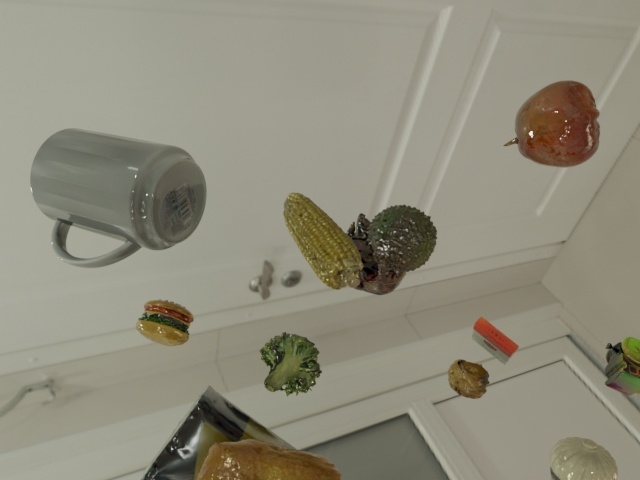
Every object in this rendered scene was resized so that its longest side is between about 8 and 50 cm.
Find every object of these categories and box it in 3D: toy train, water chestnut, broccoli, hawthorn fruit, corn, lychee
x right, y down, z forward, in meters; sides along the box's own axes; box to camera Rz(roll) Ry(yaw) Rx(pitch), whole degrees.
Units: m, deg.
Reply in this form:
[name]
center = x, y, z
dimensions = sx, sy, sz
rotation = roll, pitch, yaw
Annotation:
[toy train]
center = 0.932, 0.381, 1.437
dimensions = 0.100, 0.296, 0.160
rotation = 105, -171, -47
[water chestnut]
center = 0.180, 0.054, 1.855
dimensions = 0.289, 0.244, 0.289
rotation = -42, 32, 34
[broccoli]
center = -0.141, 0.494, 1.994
dimensions = 0.242, 0.273, 0.180
rotation = 45, 140, 1
[hawthorn fruit]
center = 0.745, -0.366, 1.704
dimensions = 0.298, 0.277, 0.276
rotation = -16, 81, 25
[corn]
center = 0.000, 0.000, 1.397
dimensions = 0.347, 0.130, 0.130
rotation = 52, 141, 38
[lychee]
center = 0.187, -0.005, 1.162
dimensions = 0.171, 0.171, 0.171
rotation = 28, 122, 58

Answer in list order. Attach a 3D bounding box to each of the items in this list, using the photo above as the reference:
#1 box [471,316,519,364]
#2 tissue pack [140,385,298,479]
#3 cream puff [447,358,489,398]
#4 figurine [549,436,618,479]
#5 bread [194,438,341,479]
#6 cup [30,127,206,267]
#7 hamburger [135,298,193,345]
[box]
center = 0.531, 0.313, 1.607
dimensions = 0.139, 0.035, 0.245
rotation = 40, 174, 22
[tissue pack]
center = -0.230, 0.635, 1.436
dimensions = 0.417, 0.264, 0.253
rotation = 36, 174, -2
[cream puff]
center = 0.437, 0.412, 1.557
dimensions = 0.133, 0.119, 0.104
rotation = -30, -44, -75
[figurine]
center = 0.751, 0.739, 1.511
dimensions = 0.204, 0.185, 0.332
rotation = 118, 158, -77
[bread]
center = -0.130, 0.604, 1.118
dimensions = 0.148, 0.328, 0.337
rotation = 108, 178, -58
[cup]
center = -0.466, -0.082, 1.197
dimensions = 0.327, 0.237, 0.322
rotation = 15, 79, 20
[hamburger]
center = -0.442, 0.236, 1.493
dimensions = 0.162, 0.162, 0.115
rotation = -39, 32, 60
